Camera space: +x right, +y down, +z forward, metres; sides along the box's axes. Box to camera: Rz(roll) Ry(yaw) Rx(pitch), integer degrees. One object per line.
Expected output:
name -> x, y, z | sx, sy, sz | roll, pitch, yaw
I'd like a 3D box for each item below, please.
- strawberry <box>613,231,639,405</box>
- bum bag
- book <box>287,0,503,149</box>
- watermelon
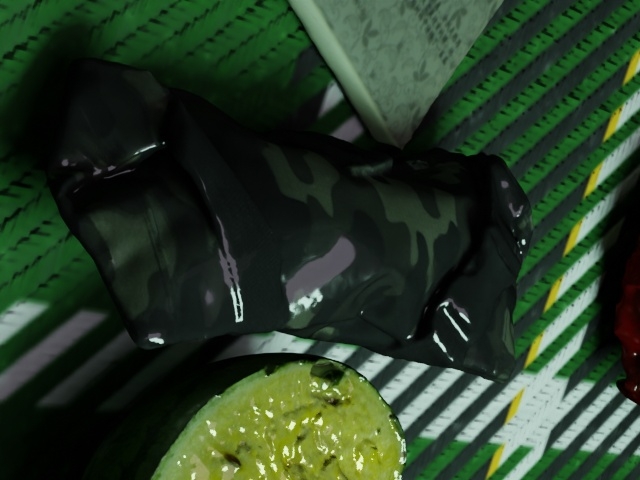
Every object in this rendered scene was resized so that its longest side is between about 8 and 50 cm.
strawberry -> 0.353, 0.041, 1.200 | 0.258, 0.261, 0.261 | -61, 144, -39
bum bag -> 0.000, 0.000, 0.874 | 0.340, 0.095, 0.144 | 10, 64, -46
book -> 0.092, -0.269, 0.925 | 0.379, 0.031, 0.264 | -55, 142, -14
watermelon -> -0.061, 0.159, 0.878 | 0.232, 0.127, 0.204 | -42, 128, -32
